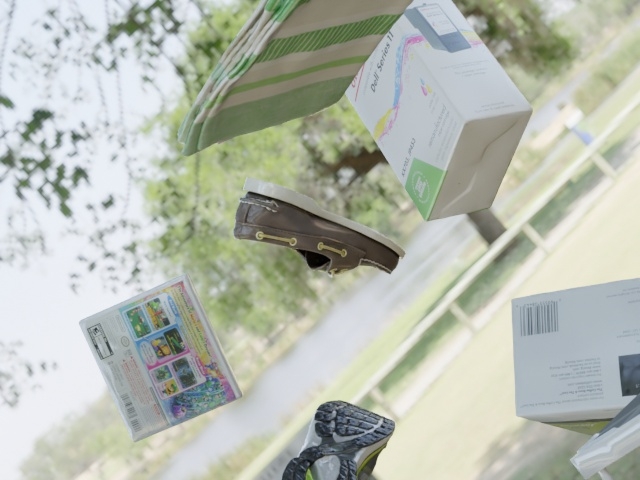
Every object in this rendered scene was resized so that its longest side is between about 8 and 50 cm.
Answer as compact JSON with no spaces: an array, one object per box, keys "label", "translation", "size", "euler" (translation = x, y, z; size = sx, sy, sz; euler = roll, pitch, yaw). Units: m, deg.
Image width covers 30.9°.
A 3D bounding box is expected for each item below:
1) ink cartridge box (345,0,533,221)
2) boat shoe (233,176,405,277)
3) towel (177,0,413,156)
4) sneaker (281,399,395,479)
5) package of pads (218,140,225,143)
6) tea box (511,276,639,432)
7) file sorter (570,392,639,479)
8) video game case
[{"label":"ink cartridge box","translation":[0.143,-0.227,1.673],"size":[0.119,0.353,0.207],"euler":[-13,-37,-24]},{"label":"boat shoe","translation":[0.000,0.000,1.789],"size":[0.117,0.324,0.096],"euler":[14,82,49]},{"label":"towel","translation":[0.012,-0.208,1.113],"size":[0.248,0.038,0.325],"euler":[-23,-18,-42]},{"label":"sneaker","translation":[0.013,0.310,1.526],"size":[0.300,0.111,0.121],"euler":[-40,-32,-61]},{"label":"package of pads","translation":[-0.091,-0.148,1.310],"size":[0.083,0.050,0.032],"euler":[-25,-24,-1]},{"label":"tea box","translation":[0.552,0.210,2.019],"size":[0.329,0.220,0.323],"euler":[-11,-21,33]},{"label":"file sorter","translation":[0.361,0.121,0.805],"size":[0.278,0.173,0.193],"euler":[-45,-13,35]},{"label":"video game case","translation":[-0.185,0.136,1.336],"size":[0.143,0.157,0.019],"euler":[-24,2,10]}]
